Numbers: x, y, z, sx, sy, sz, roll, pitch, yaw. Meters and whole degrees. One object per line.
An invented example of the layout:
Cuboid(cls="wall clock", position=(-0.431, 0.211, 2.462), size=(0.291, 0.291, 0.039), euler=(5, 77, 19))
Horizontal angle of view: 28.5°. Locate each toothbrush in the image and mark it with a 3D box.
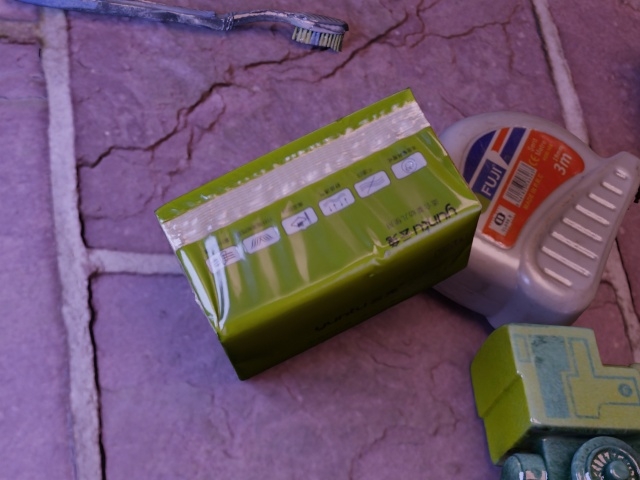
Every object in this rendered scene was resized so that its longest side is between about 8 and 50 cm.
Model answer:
Cuboid(cls="toothbrush", position=(-0.162, -0.268, 1.496), size=(0.413, 0.042, 0.035), euler=(4, 25, -19))

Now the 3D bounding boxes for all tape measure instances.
Cuboid(cls="tape measure", position=(0.233, -0.025, 1.466), size=(0.265, 0.130, 0.258), euler=(29, 56, 2))

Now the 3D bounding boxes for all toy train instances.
Cuboid(cls="toy train", position=(0.360, 0.216, 1.369), size=(0.369, 0.150, 0.237), euler=(5, 56, -17))

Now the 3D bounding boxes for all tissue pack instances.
Cuboid(cls="tissue pack", position=(0.000, 0.000, 1.257), size=(0.275, 0.200, 0.167), euler=(-27, 73, -6))
